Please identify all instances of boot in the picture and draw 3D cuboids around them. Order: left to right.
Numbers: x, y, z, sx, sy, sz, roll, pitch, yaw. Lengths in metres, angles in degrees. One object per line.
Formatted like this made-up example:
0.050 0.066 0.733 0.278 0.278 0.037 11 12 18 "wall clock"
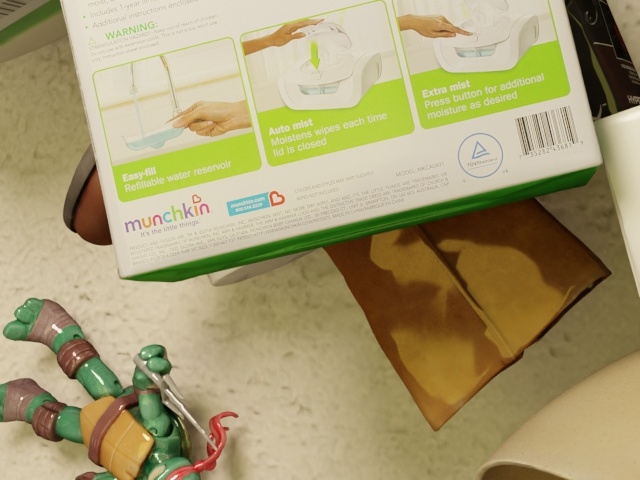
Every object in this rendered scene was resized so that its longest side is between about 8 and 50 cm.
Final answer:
0.000 0.000 0.891 0.264 0.096 0.280 -38 83 8 "boot"

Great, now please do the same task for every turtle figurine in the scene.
-0.165 0.149 1.072 0.234 0.118 0.175 33 91 36 "turtle figurine"

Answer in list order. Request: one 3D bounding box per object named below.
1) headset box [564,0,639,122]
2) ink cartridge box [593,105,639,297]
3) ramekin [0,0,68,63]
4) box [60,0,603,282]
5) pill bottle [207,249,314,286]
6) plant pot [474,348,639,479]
0.068 -0.165 0.947 0.218 0.110 0.293 -25 83 24 "headset box"
0.333 -0.052 0.768 0.307 0.223 0.129 -18 85 25 "ink cartridge box"
-0.226 -0.235 0.985 0.303 0.303 0.148 -28 88 24 "ramekin"
0.000 -0.116 0.777 0.262 0.127 0.231 -14 85 6 "box"
-0.077 -0.082 1.013 0.121 0.121 0.216 -26 82 24 "pill bottle"
0.261 0.156 0.815 0.284 0.284 0.191 37 71 19 "plant pot"
